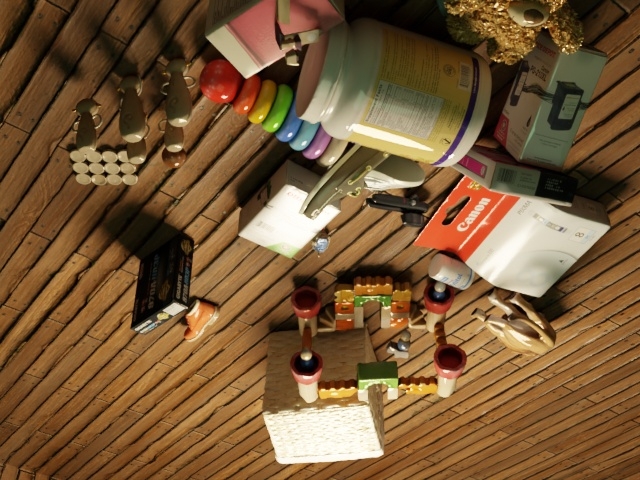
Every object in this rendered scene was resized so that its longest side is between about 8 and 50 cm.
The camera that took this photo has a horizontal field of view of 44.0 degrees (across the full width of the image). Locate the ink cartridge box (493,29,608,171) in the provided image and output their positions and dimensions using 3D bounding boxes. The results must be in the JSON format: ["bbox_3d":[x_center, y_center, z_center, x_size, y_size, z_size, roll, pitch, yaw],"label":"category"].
[{"bbox_3d":[0.449,-0.281,1.569,0.100,0.172,0.237,12,113,-12],"label":"ink cartridge box"}]

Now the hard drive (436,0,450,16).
[{"bbox_3d":[0.256,-0.482,1.481,0.094,0.022,0.135,-15,153,17],"label":"hard drive"}]

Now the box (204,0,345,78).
[{"bbox_3d":[-0.083,-0.434,1.466,0.232,0.149,0.127,-24,134,26],"label":"box"}]

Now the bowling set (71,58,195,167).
[{"bbox_3d":[-0.370,-0.253,1.703,0.286,0.154,0.200,-12,156,11],"label":"bowling set"}]

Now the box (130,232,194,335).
[{"bbox_3d":[-0.403,0.111,2.027,0.175,0.220,0.051,-31,133,31],"label":"box"}]

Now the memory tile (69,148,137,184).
[{"bbox_3d":[-0.508,-0.173,1.863,0.147,0.012,0.113,0,139,-2],"label":"memory tile"}]

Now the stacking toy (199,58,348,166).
[{"bbox_3d":[-0.100,-0.277,1.666,0.330,0.141,0.141,22,134,-17],"label":"stacking toy"}]

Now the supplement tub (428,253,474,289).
[{"bbox_3d":[0.350,0.083,2.112,0.107,0.071,0.071,20,135,-22],"label":"supplement tub"}]

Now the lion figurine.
[{"bbox_3d":[0.551,0.244,2.138,0.240,0.392,0.142,39,95,0],"label":"lion figurine"}]

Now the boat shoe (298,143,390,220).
[{"bbox_3d":[0.073,-0.151,1.739,0.091,0.109,0.305,42,100,-3],"label":"boat shoe"}]

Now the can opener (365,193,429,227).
[{"bbox_3d":[0.189,-0.084,1.903,0.186,0.073,0.059,16,142,-38],"label":"can opener"}]

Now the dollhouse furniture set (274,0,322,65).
[{"bbox_3d":[-0.030,-0.378,1.367,0.081,0.091,0.114,-12,138,-11],"label":"dollhouse furniture set"}]

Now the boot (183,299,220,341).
[{"bbox_3d":[-0.365,0.229,2.288,0.084,0.059,0.158,28,123,-24],"label":"boot"}]

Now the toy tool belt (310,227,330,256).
[{"bbox_3d":[0.000,0.000,2.030,0.052,0.051,0.083,4,138,-5],"label":"toy tool belt"}]

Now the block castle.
[{"bbox_3d":[0.148,0.256,2.133,0.452,0.303,0.213,-2,138,1],"label":"block castle"}]

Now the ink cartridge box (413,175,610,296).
[{"bbox_3d":[0.472,-0.012,1.984,0.384,0.091,0.308,13,138,-19],"label":"ink cartridge box"}]

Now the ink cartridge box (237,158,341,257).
[{"bbox_3d":[-0.075,-0.073,1.916,0.160,0.093,0.219,25,132,-27],"label":"ink cartridge box"}]

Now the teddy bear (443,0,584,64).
[{"bbox_3d":[0.334,-0.392,1.395,0.245,0.113,0.338,35,169,-20],"label":"teddy bear"}]

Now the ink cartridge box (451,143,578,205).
[{"bbox_3d":[0.383,-0.154,1.684,0.175,0.371,0.069,10,102,-11],"label":"ink cartridge box"}]

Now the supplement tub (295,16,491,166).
[{"bbox_3d":[0.138,-0.295,1.557,0.331,0.241,0.241,14,137,-15],"label":"supplement tub"}]

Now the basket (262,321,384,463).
[{"bbox_3d":[0.006,0.444,2.334,0.331,0.328,0.267,-7,134,9],"label":"basket"}]

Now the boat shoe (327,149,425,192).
[{"bbox_3d":[0.127,-0.155,1.846,0.227,0.079,0.081,9,145,-1],"label":"boat shoe"}]
